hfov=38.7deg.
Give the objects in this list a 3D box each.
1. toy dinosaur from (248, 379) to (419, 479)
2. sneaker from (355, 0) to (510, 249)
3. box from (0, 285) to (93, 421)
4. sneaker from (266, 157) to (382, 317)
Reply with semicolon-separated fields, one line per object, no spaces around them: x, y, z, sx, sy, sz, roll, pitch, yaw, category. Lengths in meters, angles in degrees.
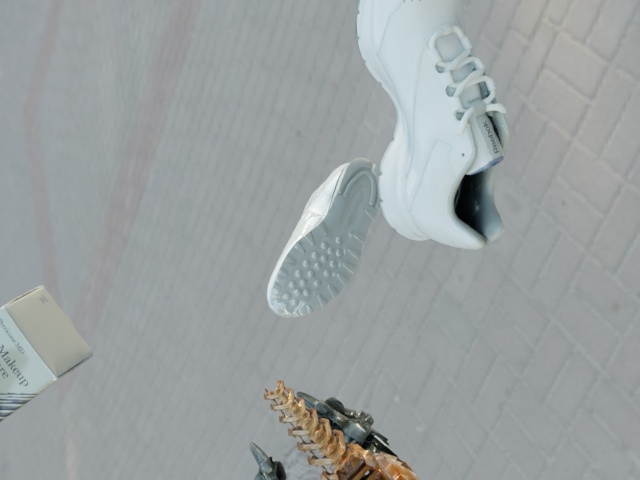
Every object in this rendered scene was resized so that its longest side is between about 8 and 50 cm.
0.047;0.247;0.891;0.218;0.164;0.321;22;129;55;toy dinosaur
0.116;-0.127;0.813;0.129;0.111;0.297;28;136;53;sneaker
-0.420;0.178;1.106;0.275;0.094;0.113;-36;92;19;box
0.000;0.000;1.175;0.235;0.090;0.095;-56;24;-20;sneaker
